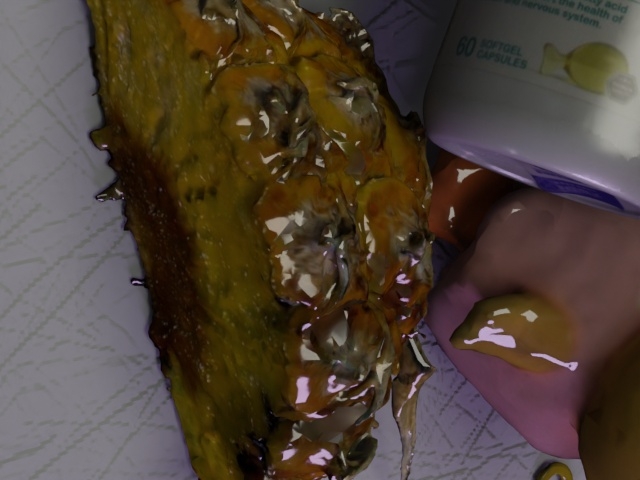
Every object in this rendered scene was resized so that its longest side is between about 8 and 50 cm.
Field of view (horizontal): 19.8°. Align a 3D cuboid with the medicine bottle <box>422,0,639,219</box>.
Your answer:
[{"bbox_3d":[0.141,-0.128,0.849,0.135,0.135,0.215,21,89,-37],"label":"medicine bottle"}]

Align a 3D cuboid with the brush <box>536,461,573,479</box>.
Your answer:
[{"bbox_3d":[0.151,0.226,1.100,0.083,0.011,0.205,-21,110,-30],"label":"brush"}]

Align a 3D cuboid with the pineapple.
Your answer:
[{"bbox_3d":[0.004,-0.002,0.859,0.158,0.161,0.334,-16,106,-34],"label":"pineapple"}]

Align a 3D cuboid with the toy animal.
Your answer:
[{"bbox_3d":[0.169,0.063,0.929,0.195,0.281,0.169,-15,130,-35],"label":"toy animal"}]
